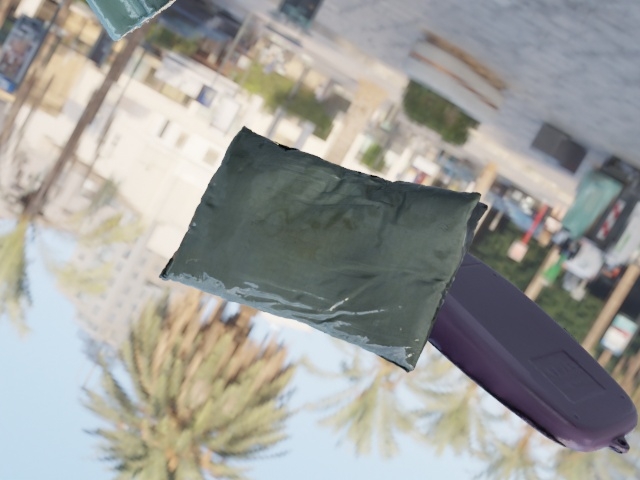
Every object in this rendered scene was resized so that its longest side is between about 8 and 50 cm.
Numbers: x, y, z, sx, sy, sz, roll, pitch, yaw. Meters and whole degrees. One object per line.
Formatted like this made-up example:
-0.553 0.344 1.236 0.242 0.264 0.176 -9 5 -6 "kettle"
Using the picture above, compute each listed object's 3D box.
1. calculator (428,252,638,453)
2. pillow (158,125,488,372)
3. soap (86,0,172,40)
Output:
0.176 0.093 1.056 0.294 0.043 0.194 42 -157 26 "calculator"
0.000 0.000 0.885 0.229 0.148 0.050 18 161 24 "pillow"
-0.187 -0.278 0.945 0.198 0.063 0.114 56 -151 -14 "soap"
